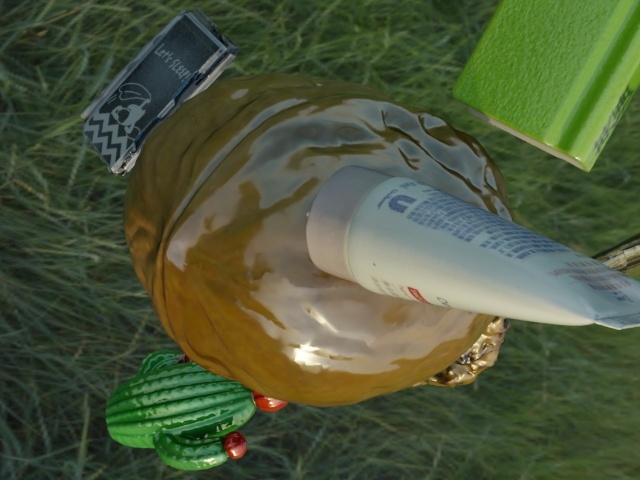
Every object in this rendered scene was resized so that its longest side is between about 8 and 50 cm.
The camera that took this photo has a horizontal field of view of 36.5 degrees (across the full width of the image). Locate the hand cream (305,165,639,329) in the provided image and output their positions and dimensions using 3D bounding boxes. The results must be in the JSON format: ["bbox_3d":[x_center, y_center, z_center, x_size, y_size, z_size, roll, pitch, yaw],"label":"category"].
[{"bbox_3d":[0.109,0.016,0.634,0.133,0.248,0.083,-1,106,-49],"label":"hand cream"}]

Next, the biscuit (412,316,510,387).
[{"bbox_3d":[0.102,0.087,1.271,0.334,0.289,0.081,77,27,-44],"label":"biscuit"}]

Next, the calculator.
[{"bbox_3d":[-0.258,-0.237,1.509,0.274,0.165,0.028,-45,141,5],"label":"calculator"}]

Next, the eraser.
[{"bbox_3d":[0.322,-0.256,1.249,0.274,0.210,0.092,-59,152,5],"label":"eraser"}]

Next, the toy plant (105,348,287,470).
[{"bbox_3d":[-0.143,0.204,1.167,0.088,0.240,0.154,72,36,-46],"label":"toy plant"}]

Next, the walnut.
[{"bbox_3d":[0.000,0.000,0.959,0.398,0.354,0.308,-1,110,-44],"label":"walnut"}]

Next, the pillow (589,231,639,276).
[{"bbox_3d":[0.510,0.040,1.658,0.052,0.208,0.212,65,4,17],"label":"pillow"}]
